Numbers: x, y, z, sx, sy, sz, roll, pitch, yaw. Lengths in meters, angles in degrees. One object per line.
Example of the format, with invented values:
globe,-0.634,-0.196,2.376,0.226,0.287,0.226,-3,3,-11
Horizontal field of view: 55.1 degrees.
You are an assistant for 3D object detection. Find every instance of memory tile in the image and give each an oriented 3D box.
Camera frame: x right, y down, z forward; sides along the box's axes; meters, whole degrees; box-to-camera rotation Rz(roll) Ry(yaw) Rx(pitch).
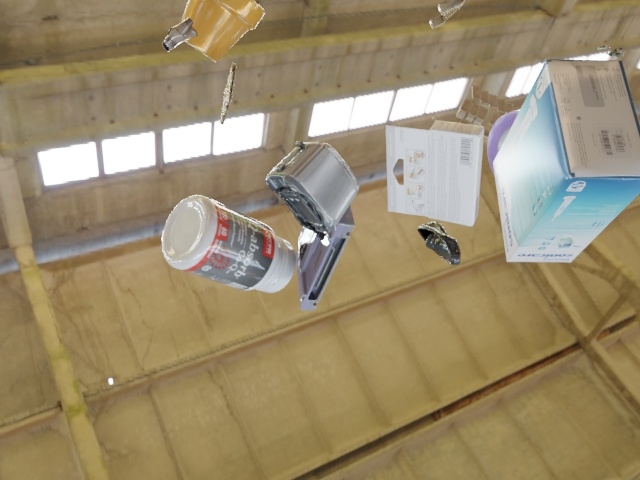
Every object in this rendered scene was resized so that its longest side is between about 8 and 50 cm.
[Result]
memory tile,-0.246,-0.391,1.634,0.012,0.113,0.148,13,-125,-16

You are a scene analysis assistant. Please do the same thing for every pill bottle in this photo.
pill bottle,-0.250,0.024,1.755,0.362,0.210,0.210,25,-151,-47

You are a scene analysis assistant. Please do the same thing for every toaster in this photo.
toaster,-0.007,-0.122,1.423,0.129,0.227,0.146,10,-123,52

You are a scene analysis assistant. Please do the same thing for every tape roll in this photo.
tape roll,0.449,-0.187,1.297,0.080,0.189,0.189,-20,-126,-27

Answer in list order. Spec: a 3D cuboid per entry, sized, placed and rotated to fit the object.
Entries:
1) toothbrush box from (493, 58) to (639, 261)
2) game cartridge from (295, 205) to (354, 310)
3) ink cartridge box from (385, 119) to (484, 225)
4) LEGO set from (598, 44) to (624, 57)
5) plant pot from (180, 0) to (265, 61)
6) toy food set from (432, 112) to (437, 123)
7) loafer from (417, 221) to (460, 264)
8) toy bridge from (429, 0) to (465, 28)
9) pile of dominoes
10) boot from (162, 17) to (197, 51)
toothbrush box,0.394,-0.117,1.012,0.126,0.296,0.217,1,-116,-2
game cartridge,0.000,0.000,1.717,0.068,0.355,0.230,5,-136,-19
ink cartridge box,0.322,-0.197,1.748,0.261,0.297,0.066,12,-139,23
LEGO set,0.810,-0.522,1.704,0.054,0.024,0.083,-6,-148,-1
plant pot,-0.286,-0.600,1.665,0.205,0.188,0.205,33,-172,-5
toy food set,0.417,-0.352,2.226,0.038,0.192,0.132,10,178,17
loafer,0.353,0.011,1.828,0.078,0.076,0.223,-7,-153,-9
toy bridge,0.313,-0.567,1.470,0.063,0.188,0.026,-25,-93,-5
pile of dominoes,0.585,-0.398,2.057,0.251,0.040,0.196,28,-120,4
boot,-0.332,-0.476,1.435,0.042,0.118,0.087,44,-94,-5
